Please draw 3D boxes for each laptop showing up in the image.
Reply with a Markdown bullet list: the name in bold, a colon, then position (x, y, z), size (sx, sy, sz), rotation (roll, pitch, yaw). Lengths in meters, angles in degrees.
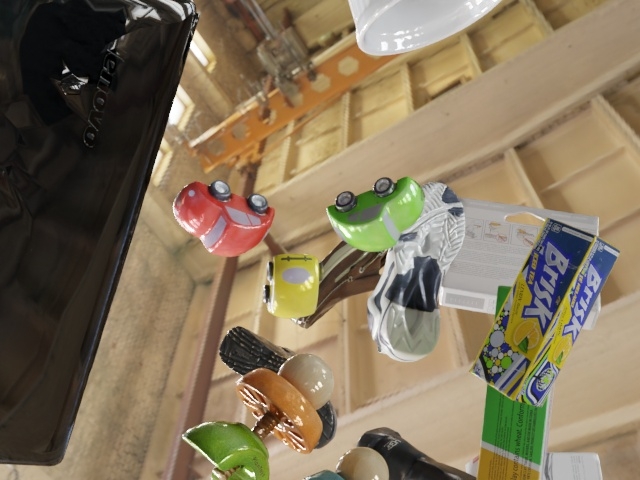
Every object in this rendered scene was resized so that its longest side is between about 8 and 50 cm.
- **laptop**: position (-0.364, -0.068, 0.528), size (0.408, 0.236, 0.382), rotation (27, -75, 26)

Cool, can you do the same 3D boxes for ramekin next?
- **ramekin**: position (0.171, -0.440, 1.229), size (0.277, 0.135, 0.277), rotation (-20, 173, -3)

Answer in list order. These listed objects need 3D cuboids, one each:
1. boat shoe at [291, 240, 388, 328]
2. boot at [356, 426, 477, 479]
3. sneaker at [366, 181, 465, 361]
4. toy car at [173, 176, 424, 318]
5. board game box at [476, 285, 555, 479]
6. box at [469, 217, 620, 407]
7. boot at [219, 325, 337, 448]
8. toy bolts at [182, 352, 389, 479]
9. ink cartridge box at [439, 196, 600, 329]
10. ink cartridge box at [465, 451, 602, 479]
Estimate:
- **boat shoe**: position (0.063, 0.043, 1.098), size (0.257, 0.095, 0.095), rotation (-49, 166, -6)
- **boot**: position (0.251, 0.569, 1.293), size (0.146, 0.367, 0.445), rotation (-25, -157, -32)
- **sneaker**: position (0.115, 0.048, 0.961), size (0.153, 0.094, 0.235), rotation (133, -34, -71)
- **toy car**: position (0.000, 0.000, 0.736), size (0.225, 0.239, 0.053), rotation (-20, -131, 15)
- **board game box**: position (0.251, 0.179, 0.888), size (0.064, 0.316, 0.242), rotation (6, -93, 19)
- **box**: position (0.213, 0.068, 0.690), size (0.059, 0.054, 0.169), rotation (30, -83, 48)
- **boot**: position (-0.038, 0.299, 1.488), size (0.118, 0.223, 0.338), rotation (-51, -128, 5)
- **toy bolts**: position (0.009, 0.241, 0.727), size (0.218, 0.228, 0.158), rotation (23, -126, 42)
- **ink cartridge box**: position (0.408, 0.040, 1.476), size (0.296, 0.066, 0.261), rotation (9, -133, 12)
- **ink cartridge box**: position (0.402, 0.458, 1.383), size (0.218, 0.158, 0.092), rotation (-1, -115, -2)
